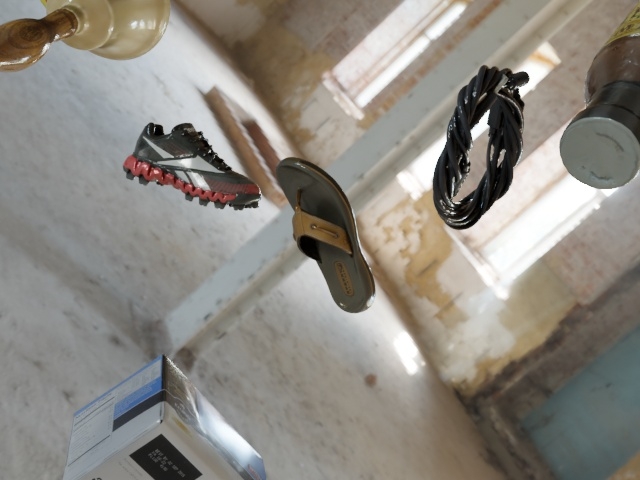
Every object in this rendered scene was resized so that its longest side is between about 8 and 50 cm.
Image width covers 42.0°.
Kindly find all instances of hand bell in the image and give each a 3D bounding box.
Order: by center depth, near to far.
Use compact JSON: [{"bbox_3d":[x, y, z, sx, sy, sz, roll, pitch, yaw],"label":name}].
[{"bbox_3d":[-0.235,-0.194,0.746,0.126,0.126,0.242,46,26,-12],"label":"hand bell"}]

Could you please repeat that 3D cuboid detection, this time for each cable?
[{"bbox_3d":[0.169,-0.091,0.877,0.047,0.184,0.150,26,26,27],"label":"cable"}]

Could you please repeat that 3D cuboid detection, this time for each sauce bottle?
[{"bbox_3d":[0.321,-0.162,0.793,0.111,0.111,0.344,47,47,-3],"label":"sauce bottle"}]

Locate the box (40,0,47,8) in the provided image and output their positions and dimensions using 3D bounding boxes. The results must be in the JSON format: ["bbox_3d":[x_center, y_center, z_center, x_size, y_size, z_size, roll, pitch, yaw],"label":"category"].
[{"bbox_3d":[-0.221,-0.347,0.911,0.058,0.232,0.087,59,-5,38],"label":"box"}]

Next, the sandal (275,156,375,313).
[{"bbox_3d":[0.000,0.000,1.038,0.060,0.090,0.219,-34,110,-43],"label":"sandal"}]

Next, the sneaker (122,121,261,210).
[{"bbox_3d":[-0.229,-0.142,1.537,0.276,0.135,0.097,20,8,14],"label":"sneaker"}]

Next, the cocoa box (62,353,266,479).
[{"bbox_3d":[-0.283,0.441,1.587,0.347,0.231,0.228,53,6,-25],"label":"cocoa box"}]
